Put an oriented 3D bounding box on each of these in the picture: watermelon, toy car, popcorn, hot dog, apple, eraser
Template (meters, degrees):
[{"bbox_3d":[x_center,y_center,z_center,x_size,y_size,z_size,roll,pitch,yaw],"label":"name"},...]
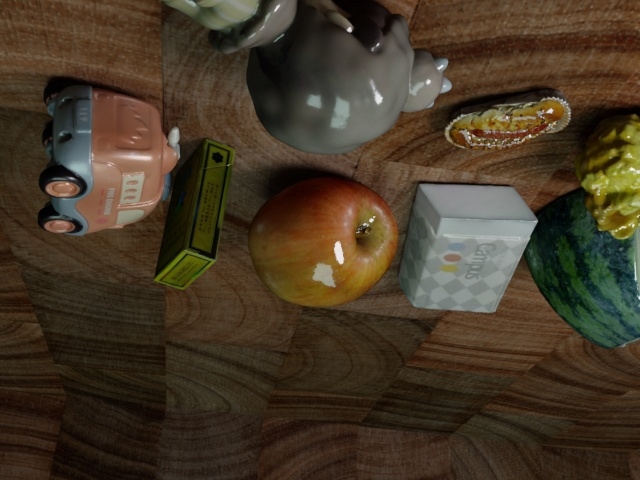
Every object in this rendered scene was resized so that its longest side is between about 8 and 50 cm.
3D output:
[{"bbox_3d":[0.554,0.028,1.499,0.293,0.283,0.250,-21,168,-7],"label":"watermelon"},{"bbox_3d":[-0.338,-0.124,1.345,0.212,0.180,0.270,3,153,-19],"label":"toy car"},{"bbox_3d":[0.485,-0.104,1.287,0.198,0.155,0.197,1,140,1],"label":"popcorn"},{"bbox_3d":[0.282,-0.179,1.273,0.192,0.053,0.099,-9,146,18],"label":"hot dog"},{"bbox_3d":[0.000,0.000,1.490,0.241,0.242,0.242,-7,153,46],"label":"apple"},{"bbox_3d":[0.272,0.024,1.630,0.213,0.082,0.397,3,152,0],"label":"eraser"}]

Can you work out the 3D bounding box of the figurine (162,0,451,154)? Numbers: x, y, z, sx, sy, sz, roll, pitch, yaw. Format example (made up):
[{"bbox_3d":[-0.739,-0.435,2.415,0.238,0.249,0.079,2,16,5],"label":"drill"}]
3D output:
[{"bbox_3d":[-0.030,-0.239,1.041,0.381,0.203,0.248,29,147,-37],"label":"figurine"}]

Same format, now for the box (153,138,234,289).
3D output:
[{"bbox_3d":[-0.212,-0.045,1.415,0.064,0.220,0.141,18,148,-24],"label":"box"}]
